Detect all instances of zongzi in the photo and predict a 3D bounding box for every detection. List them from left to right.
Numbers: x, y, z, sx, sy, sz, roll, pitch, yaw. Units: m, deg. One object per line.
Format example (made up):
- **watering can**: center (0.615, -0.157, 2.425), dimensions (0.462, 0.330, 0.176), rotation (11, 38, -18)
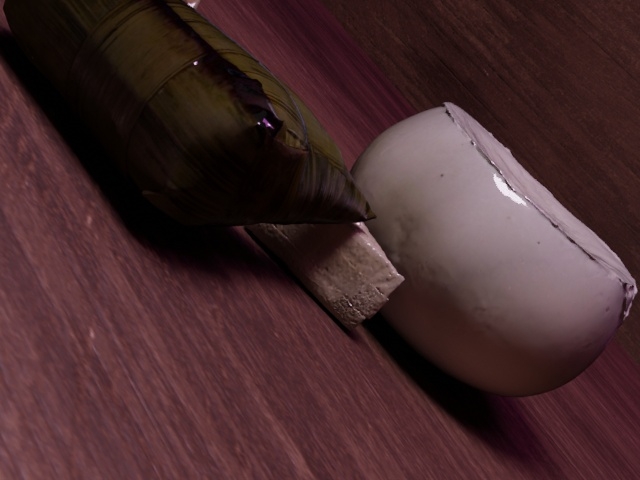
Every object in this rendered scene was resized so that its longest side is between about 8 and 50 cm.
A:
- **zongzi**: center (-0.093, -0.114, 1.078), dimensions (0.286, 0.138, 0.300), rotation (48, 17, 26)

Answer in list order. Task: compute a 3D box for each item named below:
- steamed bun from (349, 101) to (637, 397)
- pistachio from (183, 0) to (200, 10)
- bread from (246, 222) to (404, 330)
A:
- **steamed bun**: center (0.157, 0.020, 1.315), dimensions (0.324, 0.206, 0.324), rotation (40, 13, -11)
- **pistachio**: center (-0.194, -0.258, 1.270), dimensions (0.238, 0.153, 0.138), rotation (-98, -178, -67)
- **bread**: center (0.009, 0.003, 1.199), dimensions (0.152, 0.077, 0.105), rotation (47, 13, 1)
